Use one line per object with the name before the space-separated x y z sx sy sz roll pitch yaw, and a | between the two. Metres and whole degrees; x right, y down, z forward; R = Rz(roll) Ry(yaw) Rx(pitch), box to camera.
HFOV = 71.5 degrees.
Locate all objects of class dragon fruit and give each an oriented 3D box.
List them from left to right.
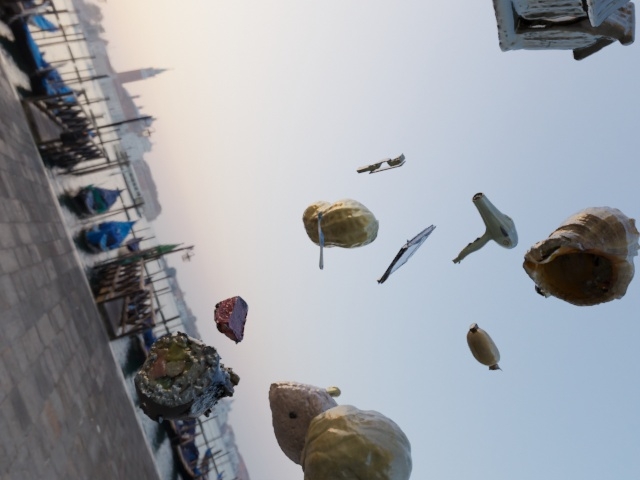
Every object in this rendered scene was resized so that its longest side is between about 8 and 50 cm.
dragon fruit | -0.284 0.239 1.348 0.147 0.096 0.102 -82 160 -50

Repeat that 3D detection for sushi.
sushi | -0.360 0.380 1.206 0.238 0.225 0.218 47 -17 21

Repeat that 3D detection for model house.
model house | 0.276 -0.295 0.488 0.188 0.229 0.122 21 -92 30

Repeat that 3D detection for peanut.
peanut | 0.043 -0.048 1.266 0.306 0.147 0.146 1 -71 54

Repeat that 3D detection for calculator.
calculator | 0.267 0.039 1.365 0.028 0.274 0.165 40 -58 16

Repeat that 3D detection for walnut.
walnut | 0.086 0.570 1.137 0.253 0.277 0.281 -122 -131 -86

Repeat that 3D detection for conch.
conch | 0.823 0.053 1.409 0.210 0.353 0.296 2 75 -71

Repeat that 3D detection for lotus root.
lotus root | 0.450 0.300 1.227 0.073 0.062 0.150 -29 -91 45

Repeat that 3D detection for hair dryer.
hair dryer | 0.686 -0.060 1.916 0.119 0.299 0.295 -98 168 -67

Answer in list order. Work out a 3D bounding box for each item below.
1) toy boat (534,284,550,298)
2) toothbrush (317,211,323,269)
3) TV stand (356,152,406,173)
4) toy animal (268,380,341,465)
toy boat | 0.869 0.187 1.724 0.065 0.066 0.172 60 20 4
toothbrush | 0.000 0.000 1.128 0.017 0.014 0.162 -28 -126 47
TV stand | 0.238 -0.300 1.776 0.249 0.036 0.042 -5 -50 53
toy animal | -0.031 0.603 1.429 0.188 0.227 0.358 -80 157 -62
